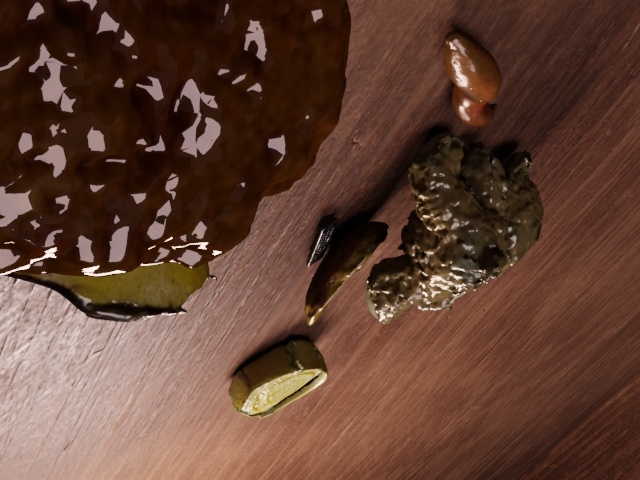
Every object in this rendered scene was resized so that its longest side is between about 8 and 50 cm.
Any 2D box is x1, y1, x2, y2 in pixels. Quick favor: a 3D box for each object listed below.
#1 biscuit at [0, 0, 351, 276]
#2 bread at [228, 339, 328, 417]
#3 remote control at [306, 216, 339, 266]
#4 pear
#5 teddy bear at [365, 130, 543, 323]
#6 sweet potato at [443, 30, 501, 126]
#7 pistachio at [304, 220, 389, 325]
[{"bbox_3d":[-0.160,-0.142,0.692,0.395,0.166,0.343,-9,116,-40],"label":"biscuit"},{"bbox_3d":[-0.067,0.210,1.702,0.156,0.064,0.117,-28,151,-1],"label":"bread"},{"bbox_3d":[0.000,0.000,1.438,0.034,0.016,0.091,-35,161,-32],"label":"remote control"},{"bbox_3d":[-0.194,-0.063,0.948,0.267,0.267,0.178,0,110,-47],"label":"pear"},{"bbox_3d":[0.194,-0.017,1.453,0.256,0.156,0.267,-32,145,-55],"label":"teddy bear"},{"bbox_3d":[0.170,-0.177,1.246,0.055,0.058,0.202,-49,155,-8],"label":"sweet potato"},{"bbox_3d":[0.024,0.034,1.471,0.173,0.049,0.089,-50,175,15],"label":"pistachio"}]
